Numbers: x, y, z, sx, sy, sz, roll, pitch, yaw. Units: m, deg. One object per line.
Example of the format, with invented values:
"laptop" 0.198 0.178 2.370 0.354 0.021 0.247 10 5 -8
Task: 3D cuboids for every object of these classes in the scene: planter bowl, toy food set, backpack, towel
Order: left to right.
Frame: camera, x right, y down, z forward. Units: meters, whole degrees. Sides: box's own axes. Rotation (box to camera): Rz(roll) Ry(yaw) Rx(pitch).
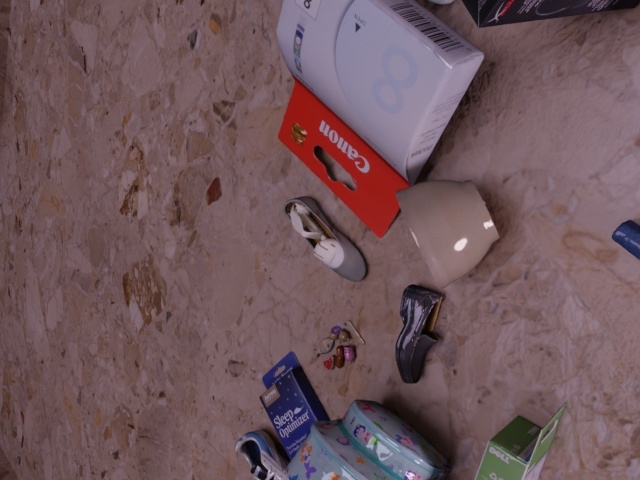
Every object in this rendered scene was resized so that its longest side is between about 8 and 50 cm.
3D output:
"toy food set" 0.032 0.213 1.069 0.078 0.019 0.122 55 127 23
"backpack" 0.078 0.378 0.895 0.225 0.253 0.191 33 97 36
"planter bowl" 0.195 -0.024 0.816 0.109 0.162 0.162 -25 77 13
"towel" 0.413 0.022 0.666 0.119 0.067 0.029 45 121 29

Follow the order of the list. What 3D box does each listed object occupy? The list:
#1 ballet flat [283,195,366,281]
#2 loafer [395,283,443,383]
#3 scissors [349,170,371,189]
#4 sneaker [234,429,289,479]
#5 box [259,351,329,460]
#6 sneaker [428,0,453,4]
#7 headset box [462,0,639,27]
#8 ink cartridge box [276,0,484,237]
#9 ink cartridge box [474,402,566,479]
"ballet flat" 0.000 0.000 1.039 0.213 0.068 0.072 51 126 25
"loafer" 0.165 0.161 0.916 0.061 0.062 0.170 9 103 36
"scissors" 0.073 -0.241 0.973 0.108 0.021 0.298 -13 88 45
"sneaker" -0.095 0.506 1.179 0.237 0.086 0.085 36 116 32
"box" -0.052 0.363 1.156 0.136 0.036 0.225 -47 63 35
"sneaker" 0.110 -0.476 0.823 0.094 0.151 0.256 -41 67 39
"headset box" 0.303 -0.349 0.564 0.110 0.293 0.218 66 155 17
"ink cartridge box" 0.039 -0.212 0.879 0.308 0.091 0.385 46 140 20
"ink cartridge box" 0.279 0.327 0.799 0.062 0.108 0.210 25 112 36
